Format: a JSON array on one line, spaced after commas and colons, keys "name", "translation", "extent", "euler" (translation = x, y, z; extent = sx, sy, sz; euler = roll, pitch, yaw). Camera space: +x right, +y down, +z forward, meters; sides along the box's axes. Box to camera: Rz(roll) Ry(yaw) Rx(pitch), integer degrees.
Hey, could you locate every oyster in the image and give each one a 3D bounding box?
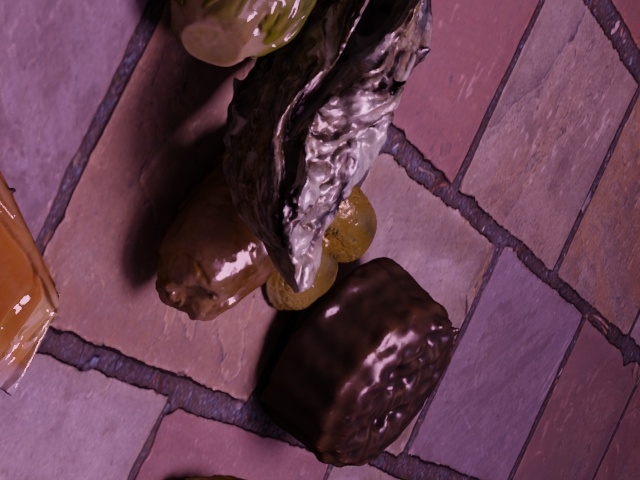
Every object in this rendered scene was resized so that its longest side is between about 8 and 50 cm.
[{"name": "oyster", "translation": [0.005, -0.128, 1.492], "extent": [0.162, 0.158, 0.351], "euler": [122, -17, -75]}]

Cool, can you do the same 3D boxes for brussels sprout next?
[{"name": "brussels sprout", "translation": [-0.056, -0.217, 1.403], "extent": [0.155, 0.117, 0.155], "euler": [13, 90, -76]}]

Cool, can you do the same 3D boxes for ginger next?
[{"name": "ginger", "translation": [-0.054, -0.035, 1.576], "extent": [0.263, 0.109, 0.116], "euler": [-45, 112, -40]}]

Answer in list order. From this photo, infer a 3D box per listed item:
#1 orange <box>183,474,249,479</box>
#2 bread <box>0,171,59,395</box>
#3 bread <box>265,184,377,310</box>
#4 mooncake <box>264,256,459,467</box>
[{"name": "orange", "translation": [-0.063, 0.417, 1.718], "extent": [0.271, 0.210, 0.368], "euler": [44, 46, -56]}, {"name": "bread", "translation": [-0.268, 0.003, 1.149], "extent": [0.107, 0.136, 0.241], "euler": [-53, 154, -26]}, {"name": "bread", "translation": [0.000, 0.000, 1.770], "extent": [0.149, 0.065, 0.187], "euler": [-50, 153, -21]}, {"name": "mooncake", "translation": [0.048, 0.136, 1.875], "extent": [0.228, 0.124, 0.228], "euler": [-44, 159, -22]}]
